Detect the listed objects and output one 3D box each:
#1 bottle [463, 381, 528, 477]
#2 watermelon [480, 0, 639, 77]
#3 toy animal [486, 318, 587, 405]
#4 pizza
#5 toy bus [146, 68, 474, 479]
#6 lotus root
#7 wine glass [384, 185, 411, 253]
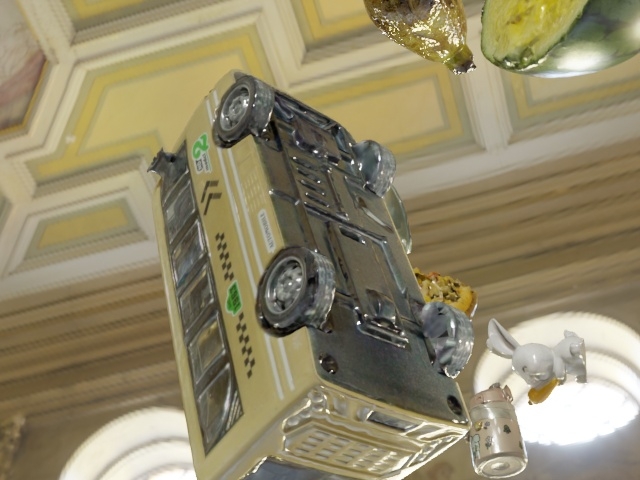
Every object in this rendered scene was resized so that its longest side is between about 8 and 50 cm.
[{"bbox_3d":[0.291,0.316,1.606,0.098,0.152,0.099,-3,-39,-3],"label":"bottle"},{"bbox_3d":[0.110,-0.109,0.370,0.062,0.105,0.106,18,-57,-13],"label":"watermelon"},{"bbox_3d":[0.392,0.218,1.737,0.181,0.127,0.131,-6,-46,18],"label":"toy animal"},{"bbox_3d":[0.161,0.085,1.685,0.251,0.288,0.074,1,-45,-33],"label":"pizza"},{"bbox_3d":[-0.029,0.031,0.789,0.176,0.365,0.202,24,-57,-35],"label":"toy bus"},{"bbox_3d":[0.121,-0.263,1.106,0.108,0.094,0.190,-49,-44,-2],"label":"lotus root"},{"bbox_3d":[0.000,0.000,1.294,0.230,0.103,0.103,-16,-54,-9],"label":"wine glass"}]
